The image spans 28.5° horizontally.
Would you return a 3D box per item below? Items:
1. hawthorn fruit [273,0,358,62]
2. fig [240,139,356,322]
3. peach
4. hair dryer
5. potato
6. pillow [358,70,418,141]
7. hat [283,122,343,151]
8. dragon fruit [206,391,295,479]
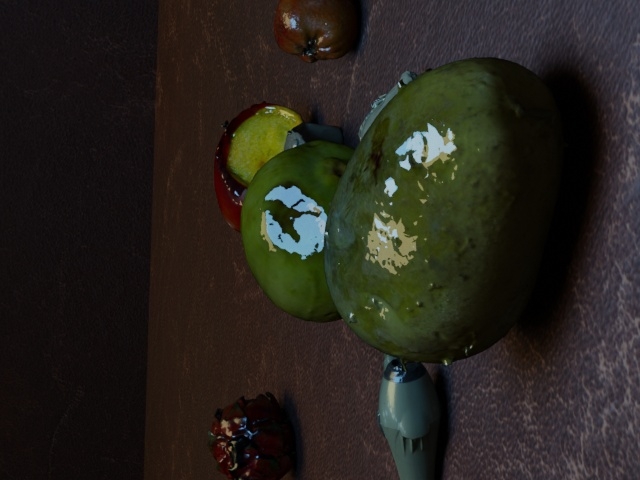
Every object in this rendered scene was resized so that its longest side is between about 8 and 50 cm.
[{"bbox_3d":[-0.005,-0.344,1.926,0.133,0.133,0.137,128,152,-66],"label":"hawthorn fruit"},{"bbox_3d":[0.000,0.000,1.765,0.239,0.240,0.271,-109,29,-42],"label":"fig"},{"bbox_3d":[-0.090,-0.120,2.134,0.190,0.196,0.226,16,108,50],"label":"peach"},{"bbox_3d":[0.119,0.263,1.739,0.225,0.088,0.218,171,92,-86],"label":"hair dryer"},{"bbox_3d":[0.135,-0.044,1.364,0.269,0.219,0.359,57,140,42],"label":"potato"},{"bbox_3d":[0.113,-0.115,1.641,0.134,0.078,0.181,121,145,-45],"label":"pillow"},{"bbox_3d":[-0.010,-0.058,1.992,0.214,0.149,0.244,-112,35,-48],"label":"hat"},{"bbox_3d":[-0.133,0.385,2.421,0.188,0.182,0.182,47,141,38],"label":"dragon fruit"}]
